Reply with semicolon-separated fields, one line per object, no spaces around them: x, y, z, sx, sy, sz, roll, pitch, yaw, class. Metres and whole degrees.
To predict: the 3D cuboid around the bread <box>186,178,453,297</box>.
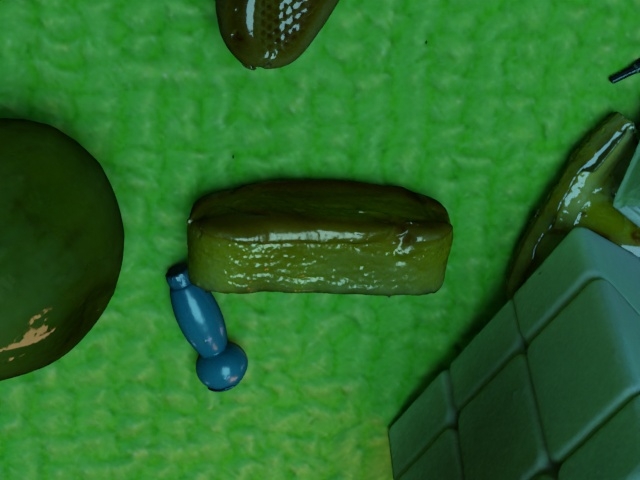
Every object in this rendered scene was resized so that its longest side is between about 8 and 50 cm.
0.000;0.000;1.197;0.245;0.102;0.094;1;113;-12;bread

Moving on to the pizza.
0.296;-0.011;1.272;0.188;0.080;0.204;13;107;-19;pizza

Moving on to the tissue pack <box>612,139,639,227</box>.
0.434;-0.020;1.270;0.325;0.071;0.170;33;73;-26;tissue pack

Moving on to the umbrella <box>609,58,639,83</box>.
0.396;-0.204;1.241;0.269;0.044;0.044;-30;87;1;umbrella

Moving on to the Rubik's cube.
0.281;0.240;1.203;0.322;0.319;0.316;26;121;-20;Rubik's cube

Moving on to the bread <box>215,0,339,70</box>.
-0.029;-0.236;1.110;0.114;0.077;0.189;14;108;-39;bread

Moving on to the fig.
-0.264;0.021;1.081;0.207;0.230;0.207;-2;153;-1;fig

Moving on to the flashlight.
-0.108;0.082;1.232;0.051;0.051;0.129;-24;113;-3;flashlight
